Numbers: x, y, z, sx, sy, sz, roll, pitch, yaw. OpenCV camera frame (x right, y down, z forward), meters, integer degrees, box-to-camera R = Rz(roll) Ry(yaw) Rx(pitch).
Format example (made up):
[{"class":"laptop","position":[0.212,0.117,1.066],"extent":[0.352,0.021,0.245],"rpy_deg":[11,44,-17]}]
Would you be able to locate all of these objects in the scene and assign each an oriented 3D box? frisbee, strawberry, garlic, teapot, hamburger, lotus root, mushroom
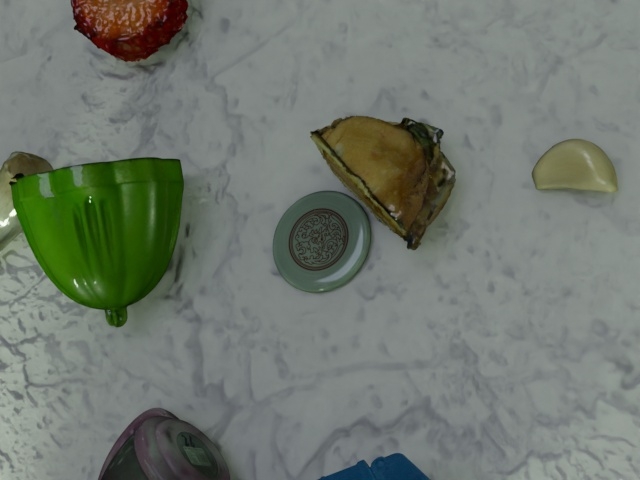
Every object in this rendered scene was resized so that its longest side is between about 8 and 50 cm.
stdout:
[{"class":"frisbee","position":[0.000,0.000,1.274],"extent":[0.110,0.014,0.110],"rpy_deg":[-7,70,21]},{"class":"strawberry","position":[-0.212,-0.274,1.420],"extent":[0.145,0.086,0.145],"rpy_deg":[-8,69,22]},{"class":"garlic","position":[0.242,-0.070,1.184],"extent":[0.083,0.041,0.053],"rpy_deg":[-2,84,31]},{"class":"teapot","position":[-0.176,0.239,1.212],"extent":[0.146,0.116,0.148],"rpy_deg":[-43,65,16]},{"class":"hamburger","position":[0.077,-0.069,1.233],"extent":[0.102,0.087,0.176],"rpy_deg":[-34,50,-10]},{"class":"lotus root","position":[-0.224,0.008,1.297],"extent":[0.186,0.186,0.186],"rpy_deg":[-8,69,21]},{"class":"mushroom","position":[-0.409,0.006,1.403],"extent":[0.278,0.096,0.099],"rpy_deg":[-41,62,1]}]

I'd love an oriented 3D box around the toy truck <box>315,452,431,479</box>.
[{"class":"toy truck","position":[-0.029,0.322,1.072],"extent":[0.367,0.146,0.175],"rpy_deg":[-23,27,14]}]
